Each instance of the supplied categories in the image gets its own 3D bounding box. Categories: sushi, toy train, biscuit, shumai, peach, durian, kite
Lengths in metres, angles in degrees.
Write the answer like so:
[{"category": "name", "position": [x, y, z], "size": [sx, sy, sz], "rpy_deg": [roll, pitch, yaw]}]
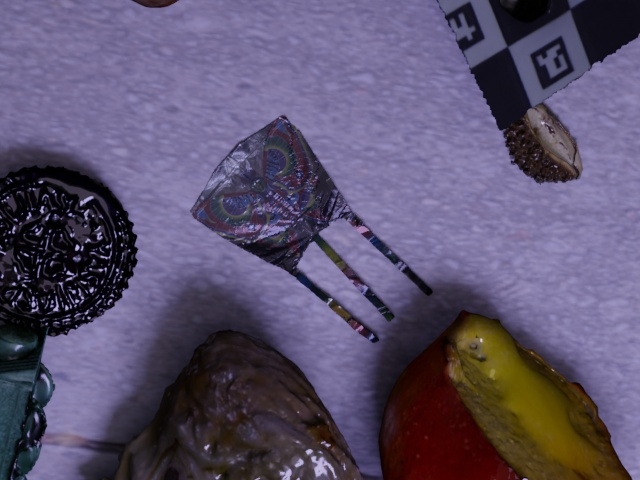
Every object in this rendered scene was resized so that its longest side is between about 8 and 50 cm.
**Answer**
[{"category": "sushi", "position": [0.255, -0.345, 1.443], "size": [0.373, 0.100, 0.296], "rpy_deg": [-35, 115, -12]}, {"category": "toy train", "position": [-0.390, 0.234, 1.400], "size": [0.178, 0.138, 0.330], "rpy_deg": [13, 108, -9]}, {"category": "biscuit", "position": [-0.293, 0.010, 1.430], "size": [0.194, 0.053, 0.194], "rpy_deg": [-2, 102, -9]}, {"category": "shumai", "position": [-0.098, 0.281, 1.436], "size": [0.283, 0.217, 0.346], "rpy_deg": [-27, 107, -4]}, {"category": "peach", "position": [0.207, 0.244, 1.466], "size": [0.281, 0.281, 0.338], "rpy_deg": [-9, 98, -8]}, {"category": "durian", "position": [0.251, -0.108, 1.518], "size": [0.130, 0.052, 0.066], "rpy_deg": [50, 51, -18]}, {"category": "kite", "position": [0.000, 0.000, 1.499], "size": [0.285, 0.015, 0.152], "rpy_deg": [42, 92, -15]}]

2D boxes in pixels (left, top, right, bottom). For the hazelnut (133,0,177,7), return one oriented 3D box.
[{"category": "hazelnut", "position": [-0.165, -0.325, 1.317], "size": [0.182, 0.182, 0.182], "rpy_deg": [-2, 102, -10]}]
